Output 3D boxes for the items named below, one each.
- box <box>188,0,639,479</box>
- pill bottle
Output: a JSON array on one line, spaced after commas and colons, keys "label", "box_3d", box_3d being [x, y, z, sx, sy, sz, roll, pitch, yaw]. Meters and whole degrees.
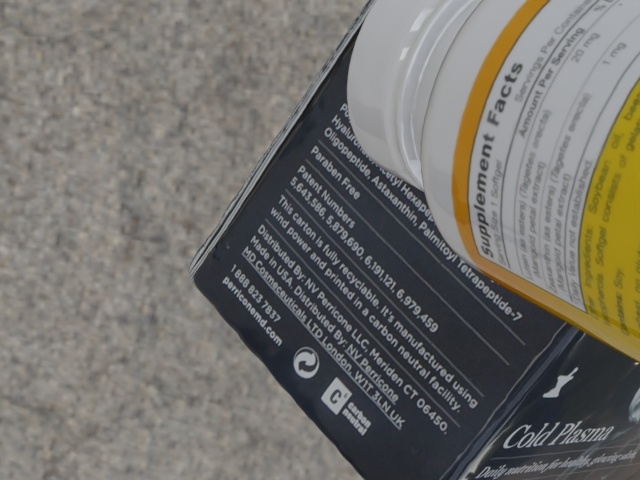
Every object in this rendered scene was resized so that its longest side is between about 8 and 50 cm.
[{"label": "box", "box_3d": [0.238, -0.052, 1.118, 0.480, 0.297, 0.471, 6, 124, -53]}, {"label": "pill bottle", "box_3d": [0.124, -0.029, 0.504, 0.136, 0.246, 0.136, -20, 124, -33]}]
